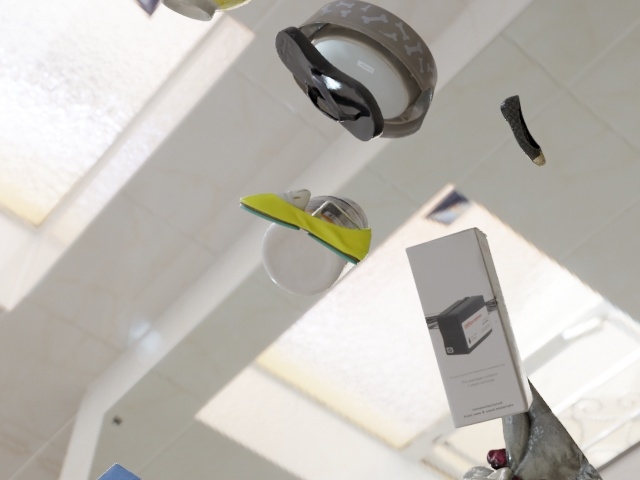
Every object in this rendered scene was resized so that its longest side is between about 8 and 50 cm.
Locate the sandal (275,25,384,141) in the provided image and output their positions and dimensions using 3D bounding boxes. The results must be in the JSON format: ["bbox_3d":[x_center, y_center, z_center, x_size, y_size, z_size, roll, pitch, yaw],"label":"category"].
[{"bbox_3d":[0.005,-0.242,1.665,0.054,0.097,0.254,-33,-116,-27],"label":"sandal"}]

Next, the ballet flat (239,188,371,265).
[{"bbox_3d":[-0.018,-0.040,1.685,0.231,0.077,0.077,27,-177,-12],"label":"ballet flat"}]

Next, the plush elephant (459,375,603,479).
[{"bbox_3d":[0.385,0.458,2.005,0.272,0.255,0.330,53,-176,-21],"label":"plush elephant"}]

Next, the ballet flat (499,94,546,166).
[{"bbox_3d":[0.459,-0.244,2.304,0.173,0.049,0.057,61,-153,1],"label":"ballet flat"}]

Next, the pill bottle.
[{"bbox_3d":[0.000,0.000,2.004,0.162,0.162,0.278,48,-161,2],"label":"pill bottle"}]

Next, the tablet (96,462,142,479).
[{"bbox_3d":[-0.276,0.325,1.328,0.054,0.006,0.083,21,-133,35],"label":"tablet"}]

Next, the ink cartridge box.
[{"bbox_3d":[0.257,0.148,1.757,0.223,0.129,0.308,17,-122,-75],"label":"ink cartridge box"}]

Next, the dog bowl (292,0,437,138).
[{"bbox_3d":[0.097,-0.375,2.229,0.348,0.348,0.102,39,-116,-16],"label":"dog bowl"}]

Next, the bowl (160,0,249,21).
[{"bbox_3d":[-0.255,-0.550,2.138,0.289,0.156,0.289,19,176,1],"label":"bowl"}]
